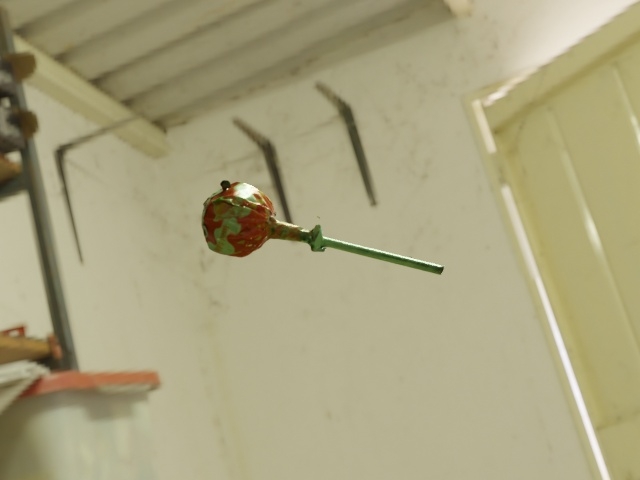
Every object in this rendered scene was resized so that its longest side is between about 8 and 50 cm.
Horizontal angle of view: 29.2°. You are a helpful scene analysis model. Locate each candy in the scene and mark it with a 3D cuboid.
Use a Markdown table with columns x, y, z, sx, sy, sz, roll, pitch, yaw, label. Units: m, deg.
| x | y | z | sx | sy | sz | roll | pitch | yaw | label |
| --- | --- | --- | --- | --- | --- | --- | --- | --- | --- |
| 0.000 | 0.000 | 0.899 | 0.185 | 0.055 | 0.049 | 14 | -4 | 10 | candy |
